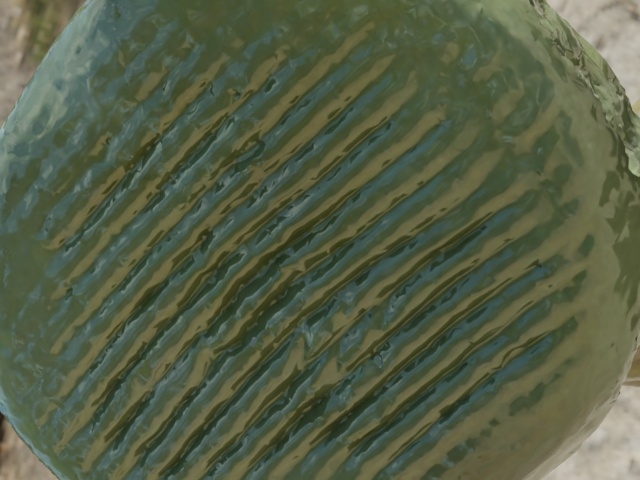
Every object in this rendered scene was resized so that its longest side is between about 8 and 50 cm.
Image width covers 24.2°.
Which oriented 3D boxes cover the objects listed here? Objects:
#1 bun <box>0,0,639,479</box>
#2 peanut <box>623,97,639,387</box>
[{"bbox_3d":[0.002,-0.002,0.466,0.221,0.221,0.108,-61,3,26],"label":"bun"},{"bbox_3d":[0.214,-0.011,0.556,0.325,0.153,0.140,-11,16,29],"label":"peanut"}]
